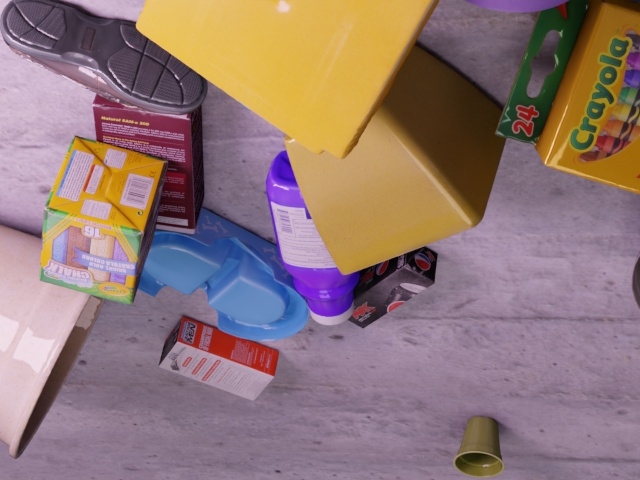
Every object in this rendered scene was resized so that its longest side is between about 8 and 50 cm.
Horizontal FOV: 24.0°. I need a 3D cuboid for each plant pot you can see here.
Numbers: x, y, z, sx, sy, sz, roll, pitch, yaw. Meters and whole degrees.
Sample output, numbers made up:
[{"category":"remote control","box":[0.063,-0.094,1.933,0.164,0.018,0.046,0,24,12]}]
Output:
[{"category":"plant pot","box":[0.260,0.332,2.450,0.083,0.079,0.083,6,142,5]},{"category":"plant pot","box":[-0.499,0.099,2.176,0.305,0.334,0.334,26,141,-2]},{"category":"plant pot","box":[0.080,-0.119,1.836,0.212,0.212,0.187,-21,120,34]}]

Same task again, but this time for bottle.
[{"category":"bottle","box":[0.000,0.000,2.061,0.118,0.092,0.283,1,136,12]}]

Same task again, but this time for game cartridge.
[{"category":"game cartridge","box":[-0.032,-0.263,1.574,0.285,0.052,0.323,35,139,4]}]

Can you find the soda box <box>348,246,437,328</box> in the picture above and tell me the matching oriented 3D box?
[{"category":"soda box","box":[0.094,0.063,2.169,0.060,0.053,0.169,30,139,-23]}]

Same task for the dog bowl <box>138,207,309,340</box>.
[{"category":"dog bowl","box":[-0.148,0.042,2.185,0.297,0.074,0.166,28,139,-21]}]

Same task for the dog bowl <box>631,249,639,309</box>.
[{"category":"dog bowl","box":[0.582,0.018,1.959,0.349,0.102,0.349,6,142,5]}]

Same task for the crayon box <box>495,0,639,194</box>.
[{"category":"crayon box","box":[0.383,-0.156,1.726,0.318,0.081,0.202,15,109,-6]}]

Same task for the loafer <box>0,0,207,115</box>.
[{"category":"loafer","box":[-0.269,-0.225,1.877,0.267,0.096,0.084,23,161,-5]}]

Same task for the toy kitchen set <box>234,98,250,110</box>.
[{"category":"toy kitchen set","box":[-0.061,-0.198,1.781,0.207,0.166,0.122,-25,128,37]}]

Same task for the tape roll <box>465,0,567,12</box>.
[{"category":"tape roll","box":[0.196,-0.327,1.539,0.189,0.189,0.080,9,143,3]}]

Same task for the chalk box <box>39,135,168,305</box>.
[{"category":"chalk box","box":[-0.290,-0.012,1.984,0.132,0.132,0.213,15,142,-3]}]

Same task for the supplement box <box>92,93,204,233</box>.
[{"category":"supplement box","box":[-0.225,-0.115,2.001,0.130,0.073,0.239,9,143,3]}]

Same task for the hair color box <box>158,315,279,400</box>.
[{"category":"hair color box","box":[-0.161,0.188,2.390,0.167,0.053,0.093,21,142,-15]}]
